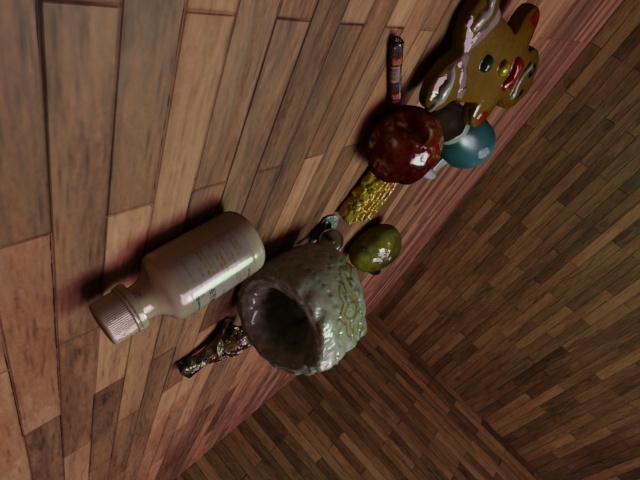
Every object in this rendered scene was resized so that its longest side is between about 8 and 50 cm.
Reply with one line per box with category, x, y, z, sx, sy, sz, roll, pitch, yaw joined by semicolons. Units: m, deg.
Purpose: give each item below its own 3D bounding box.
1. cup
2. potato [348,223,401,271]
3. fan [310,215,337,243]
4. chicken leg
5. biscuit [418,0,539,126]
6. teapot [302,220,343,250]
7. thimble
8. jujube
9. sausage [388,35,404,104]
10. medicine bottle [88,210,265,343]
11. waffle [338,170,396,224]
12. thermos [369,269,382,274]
cup;0.382;-0.298;1.151;0.299;0.167;0.173;-52;147;17
potato;0.200;0.029;1.486;0.197;0.148;0.228;-34;168;11
fan;0.000;0.000;1.172;0.131;0.009;0.240;-35;160;-33
chicken leg;-0.271;0.282;1.082;0.196;0.080;0.125;-36;152;-6
biscuit;0.409;-0.394;0.947;0.432;0.064;0.283;-3;126;-45
teapot;0.001;-0.002;1.085;0.110;0.085;0.080;-15;180;-9
thimble;-0.039;0.166;0.985;0.195;0.291;0.291;-29;156;-47
jujube;0.179;-0.198;0.923;0.168;0.168;0.236;-44;173;-5
sausage;0.140;-0.308;0.768;0.198;0.028;0.025;55;52;-72
medicine bottle;-0.210;0.055;0.626;0.252;0.114;0.114;-34;159;-33
waffle;0.149;-0.143;1.120;0.211;0.055;0.160;-54;161;25
thermos;0.254;0.050;1.764;0.193;0.105;0.137;-44;-170;-31
